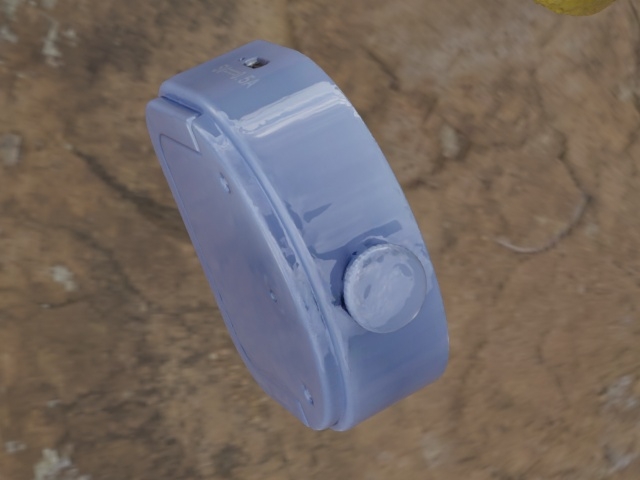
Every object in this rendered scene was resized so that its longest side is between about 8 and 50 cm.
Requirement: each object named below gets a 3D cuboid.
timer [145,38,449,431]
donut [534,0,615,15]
[{"bbox_3d":[0.000,0.000,1.782,0.173,0.395,0.395,-25,81,-16],"label":"timer"},{"bbox_3d":[0.060,-0.226,0.957,0.303,0.303,0.110,40,104,12],"label":"donut"}]
